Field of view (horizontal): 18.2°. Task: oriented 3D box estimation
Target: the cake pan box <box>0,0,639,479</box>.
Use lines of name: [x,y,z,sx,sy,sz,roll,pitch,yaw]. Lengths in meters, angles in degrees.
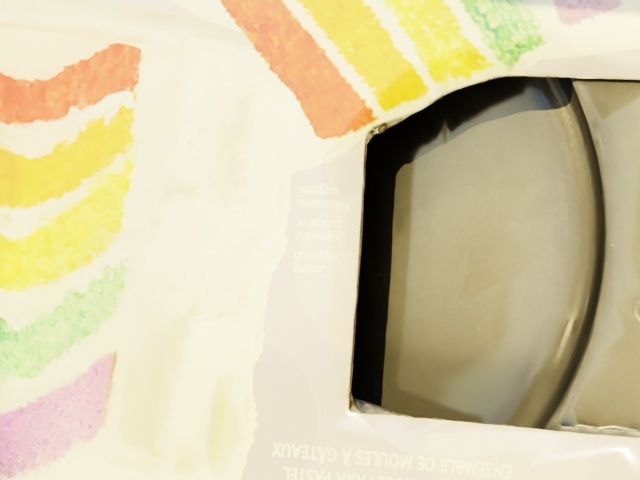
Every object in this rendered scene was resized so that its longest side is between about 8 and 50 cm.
cake pan box: [0.000,0.000,0.651,0.267,0.245,0.070,5,2,17]
